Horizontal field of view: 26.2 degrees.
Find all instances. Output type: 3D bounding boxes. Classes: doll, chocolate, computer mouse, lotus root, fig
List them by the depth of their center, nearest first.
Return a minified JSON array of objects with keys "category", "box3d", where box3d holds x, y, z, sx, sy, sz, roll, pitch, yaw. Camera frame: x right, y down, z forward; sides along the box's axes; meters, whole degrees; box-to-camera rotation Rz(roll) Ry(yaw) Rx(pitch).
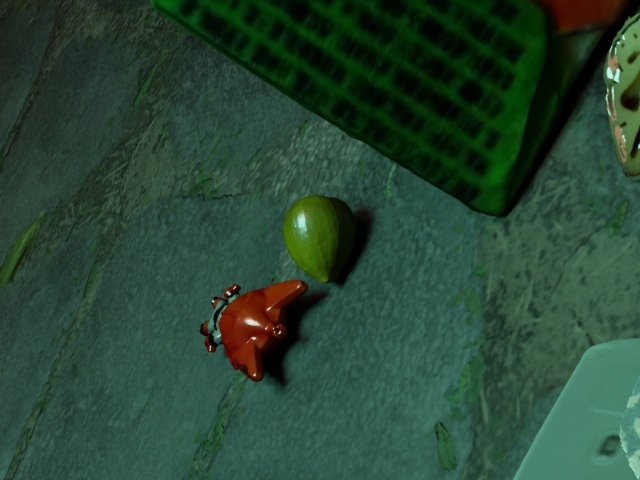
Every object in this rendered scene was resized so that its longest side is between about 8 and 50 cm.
[{"category":"computer mouse","box3d":[0.199,0.164,0.915,0.128,0.079,0.231,9,54,44]},{"category":"lotus root","box3d":[0.271,-0.114,0.993,0.159,0.135,0.095,-68,28,13]},{"category":"chocolate","box3d":[0.081,-0.255,1.194,0.341,0.360,0.161,-58,18,2]},{"category":"fig","box3d":[0.000,0.000,1.347,0.074,0.074,0.088,-19,76,48]},{"category":"doll","box3d":[-0.078,0.083,1.398,0.169,0.057,0.109,9,69,57]}]

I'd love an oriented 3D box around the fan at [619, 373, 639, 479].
[{"category":"fan","box3d":[0.258,0.132,0.854,0.131,0.009,0.240,-14,49,2]}]
